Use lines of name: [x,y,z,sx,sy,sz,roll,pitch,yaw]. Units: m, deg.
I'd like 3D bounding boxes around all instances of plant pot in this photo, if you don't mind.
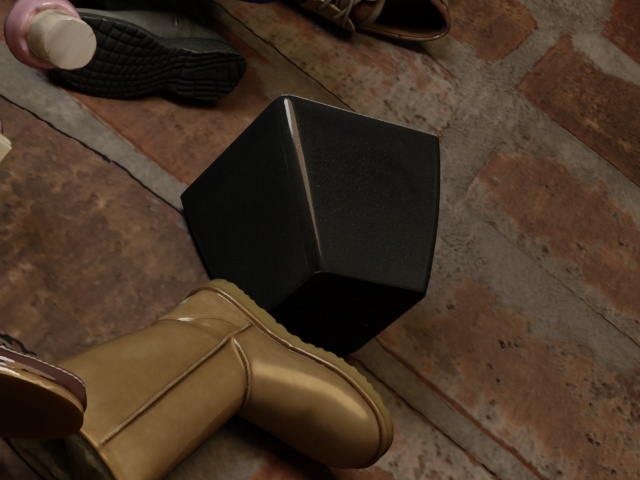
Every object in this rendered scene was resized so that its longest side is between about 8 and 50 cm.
plant pot: [0.000,0.000,1.563,0.187,0.188,0.167,13,53,-33]

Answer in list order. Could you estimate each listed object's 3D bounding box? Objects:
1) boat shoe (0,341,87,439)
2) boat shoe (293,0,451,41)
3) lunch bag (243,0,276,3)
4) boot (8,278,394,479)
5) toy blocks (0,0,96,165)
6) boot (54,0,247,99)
boat shoe: [-0.270,0.092,1.232,0.207,0.073,0.073,12,41,-2]
boat shoe: [0.039,-0.317,2.030,0.324,0.123,0.116,6,46,-36]
lunch bag: [-0.164,-0.397,1.773,0.328,0.239,0.385,10,19,-35]
boot: [-0.094,0.154,1.364,0.236,0.089,0.269,34,31,15]
toy blocks: [-0.390,-0.141,1.366,0.288,0.309,0.260,36,-2,-23]
boot: [-0.206,-0.222,1.737,0.246,0.083,0.161,6,35,-43]
